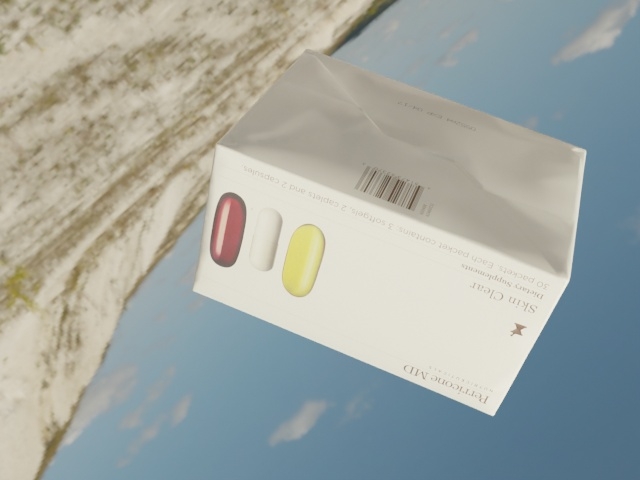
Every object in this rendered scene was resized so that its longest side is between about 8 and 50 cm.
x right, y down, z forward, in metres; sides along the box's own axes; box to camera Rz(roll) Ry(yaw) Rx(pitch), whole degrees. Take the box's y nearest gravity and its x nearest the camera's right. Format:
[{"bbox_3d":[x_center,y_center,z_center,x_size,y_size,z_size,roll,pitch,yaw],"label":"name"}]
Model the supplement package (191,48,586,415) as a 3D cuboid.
[{"bbox_3d":[0.061,-0.018,0.666,0.204,0.261,0.145,-59,167,-52],"label":"supplement package"}]
